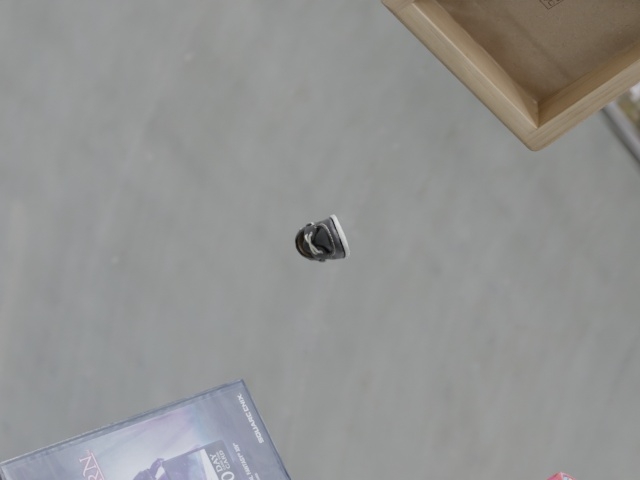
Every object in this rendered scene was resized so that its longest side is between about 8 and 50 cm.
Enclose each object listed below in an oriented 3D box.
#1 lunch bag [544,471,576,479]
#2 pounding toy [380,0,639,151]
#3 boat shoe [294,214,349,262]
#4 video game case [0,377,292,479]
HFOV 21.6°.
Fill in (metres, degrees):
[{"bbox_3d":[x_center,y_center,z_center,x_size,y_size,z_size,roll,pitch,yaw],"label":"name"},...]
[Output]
[{"bbox_3d":[0.324,0.448,1.981,0.293,0.120,0.258,58,13,-25],"label":"lunch bag"},{"bbox_3d":[0.168,-0.134,0.892,0.206,0.181,0.094,42,29,-24],"label":"pounding toy"},{"bbox_3d":[0.000,0.000,1.672,0.125,0.038,0.046,-168,-120,-79],"label":"boat shoe"},{"bbox_3d":[-0.128,0.241,1.415,0.274,0.026,0.196,-16,75,-45],"label":"video game case"}]
